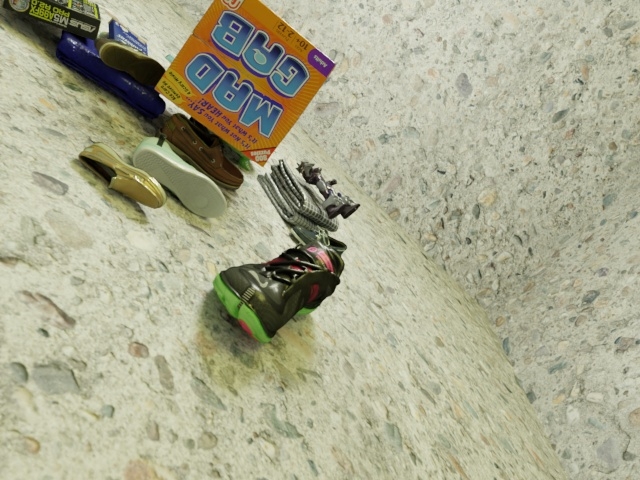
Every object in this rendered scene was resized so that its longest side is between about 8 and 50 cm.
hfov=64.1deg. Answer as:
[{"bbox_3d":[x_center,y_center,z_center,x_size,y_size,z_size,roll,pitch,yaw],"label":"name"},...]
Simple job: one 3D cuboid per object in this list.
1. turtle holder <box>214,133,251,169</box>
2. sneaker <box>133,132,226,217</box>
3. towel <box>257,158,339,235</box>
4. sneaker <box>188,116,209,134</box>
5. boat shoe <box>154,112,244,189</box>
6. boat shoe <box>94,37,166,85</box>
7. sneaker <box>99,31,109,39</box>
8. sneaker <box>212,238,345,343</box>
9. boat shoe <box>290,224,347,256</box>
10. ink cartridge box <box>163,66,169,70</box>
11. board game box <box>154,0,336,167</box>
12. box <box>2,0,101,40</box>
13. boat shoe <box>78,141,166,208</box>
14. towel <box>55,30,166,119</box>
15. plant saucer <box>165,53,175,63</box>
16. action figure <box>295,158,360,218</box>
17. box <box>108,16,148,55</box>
[{"bbox_3d":[-0.289,-0.441,1.842,0.320,0.227,0.243,43,16,-11],"label":"turtle holder"},{"bbox_3d":[-0.340,-0.167,1.269,0.256,0.094,0.151,38,14,-30],"label":"sneaker"},{"bbox_3d":[-0.073,-0.152,1.875,0.235,0.121,0.284,27,24,-51],"label":"towel"},{"bbox_3d":[-0.387,-0.338,1.629,0.086,0.064,0.192,32,17,-26],"label":"sneaker"},{"bbox_3d":[-0.327,-0.255,1.501,0.307,0.104,0.111,31,21,-43],"label":"boat shoe"},{"bbox_3d":[-0.508,-0.487,1.376,0.073,0.080,0.223,50,17,17],"label":"boat shoe"},{"bbox_3d":[-0.683,-0.648,1.696,0.098,0.038,0.069,21,28,-56],"label":"sneaker"},{"bbox_3d":[-0.072,0.080,1.131,0.185,0.202,0.483,47,15,7],"label":"sneaker"},{"bbox_3d":[0.000,0.000,1.757,0.254,0.079,0.095,32,21,-42],"label":"boat shoe"},{"bbox_3d":[-0.557,-0.608,1.899,0.232,0.066,0.189,40,16,-34],"label":"ink cartridge box"},{"bbox_3d":[-0.226,-0.478,1.539,0.356,0.356,0.356,35,4,-15],"label":"board game box"},{"bbox_3d":[-0.708,-0.626,1.365,0.216,0.060,0.270,13,25,-32],"label":"box"},{"bbox_3d":[-0.410,-0.122,1.049,0.190,0.068,0.072,34,29,-5],"label":"boat shoe"},{"bbox_3d":[-0.590,-0.472,1.445,0.308,0.076,0.228,34,12,-35],"label":"towel"},{"bbox_3d":[-0.585,-0.735,2.213,0.192,0.018,0.067,39,17,-26],"label":"plant saucer"},{"bbox_3d":[0.011,-0.196,1.823,0.285,0.099,0.185,52,20,27],"label":"action figure"},{"bbox_3d":[-0.629,-0.618,1.678,0.136,0.036,0.225,30,36,-48],"label":"box"}]
